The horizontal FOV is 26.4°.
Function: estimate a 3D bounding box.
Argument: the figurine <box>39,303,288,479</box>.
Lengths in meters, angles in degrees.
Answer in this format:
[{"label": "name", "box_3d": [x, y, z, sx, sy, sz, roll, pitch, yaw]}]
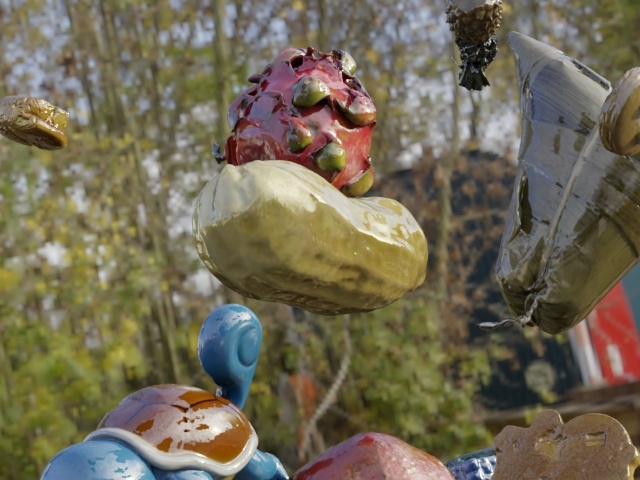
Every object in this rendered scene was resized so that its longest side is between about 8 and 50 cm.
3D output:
[{"label": "figurine", "box_3d": [-0.186, 0.280, 1.784, 0.298, 0.243, 0.416, 17, 42, 27]}]

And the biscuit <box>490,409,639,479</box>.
[{"label": "biscuit", "box_3d": [0.396, 0.354, 2.212, 0.249, 0.184, 0.035, -13, -43, 22]}]

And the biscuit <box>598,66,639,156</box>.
[{"label": "biscuit", "box_3d": [0.445, -0.183, 1.673, 0.302, 0.196, 0.049, -25, 38, -37]}]

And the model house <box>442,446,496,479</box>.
[{"label": "model house", "box_3d": [0.242, 0.500, 2.416, 0.295, 0.251, 0.329, -19, -14, 18]}]

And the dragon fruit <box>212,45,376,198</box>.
[{"label": "dragon fruit", "box_3d": [-0.026, -0.175, 2.013, 0.243, 0.307, 0.227, 7, -38, -46]}]

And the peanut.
[{"label": "peanut", "box_3d": [0.000, 0.000, 1.346, 0.306, 0.147, 0.147, 18, -24, -41]}]

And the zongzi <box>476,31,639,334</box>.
[{"label": "zongzi", "box_3d": [0.347, -0.080, 2.331, 0.500, 0.467, 0.218, -45, -35, -10]}]

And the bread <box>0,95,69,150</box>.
[{"label": "bread", "box_3d": [-0.300, -0.123, 1.416, 0.083, 0.046, 0.081, 18, -9, 5]}]

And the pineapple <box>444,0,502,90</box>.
[{"label": "pineapple", "box_3d": [0.189, -0.248, 1.673, 0.074, 0.074, 0.159, -12, -36, 1]}]

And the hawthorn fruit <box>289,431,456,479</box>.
[{"label": "hawthorn fruit", "box_3d": [0.091, 0.397, 1.719, 0.254, 0.254, 0.300, -10, 36, -22]}]
